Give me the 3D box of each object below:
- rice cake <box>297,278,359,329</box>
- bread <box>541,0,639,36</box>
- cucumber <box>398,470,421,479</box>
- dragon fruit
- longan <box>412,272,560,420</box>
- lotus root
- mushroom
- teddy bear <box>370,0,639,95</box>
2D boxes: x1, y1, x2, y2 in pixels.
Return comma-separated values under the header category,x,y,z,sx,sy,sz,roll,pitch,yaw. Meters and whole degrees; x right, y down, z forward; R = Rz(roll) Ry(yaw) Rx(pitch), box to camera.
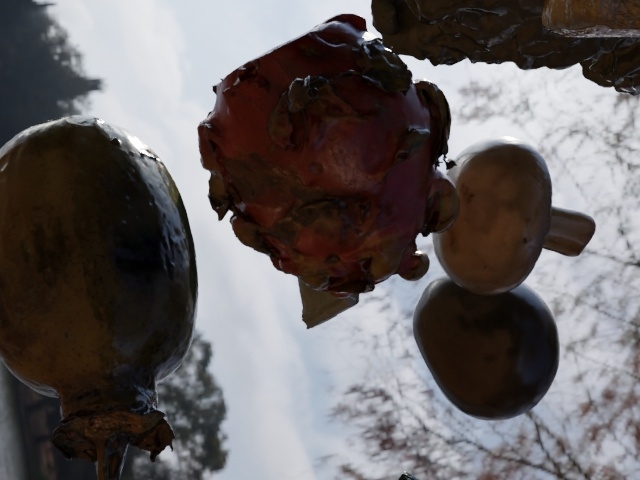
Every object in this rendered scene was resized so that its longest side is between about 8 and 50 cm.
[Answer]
category,x,y,z,sx,sy,sz,roll,pitch,yaw
rice cake,0.000,0.000,1.327,0.085,0.040,0.226,-30,-123,36
bread,0.177,-0.136,0.586,0.070,0.083,0.035,-153,-122,-72
cucumber,0.132,0.315,1.164,0.105,0.048,0.048,27,-46,21
dragon fruit,0.022,-0.079,1.072,0.269,0.250,0.291,-20,-83,49
longan,0.259,0.164,1.562,0.246,0.215,0.246,24,-63,59
lotus root,-0.157,0.036,0.691,0.154,0.154,0.278,115,-32,-59
mushroom,0.253,-0.025,1.295,0.207,0.215,0.207,-168,-90,-73
teddy bear,0.208,-0.229,0.749,0.357,0.367,0.224,-25,-119,29
